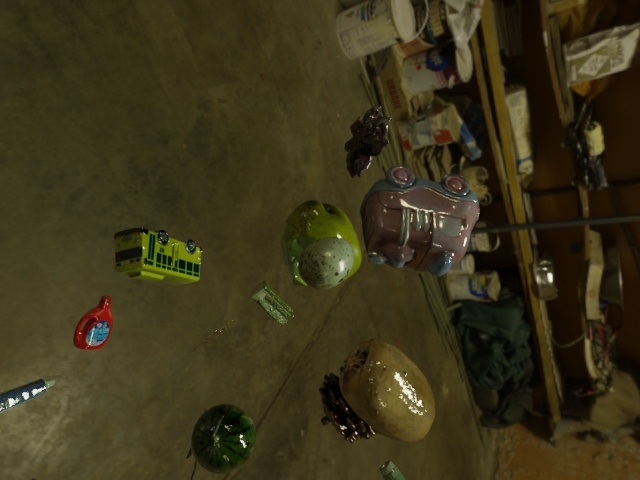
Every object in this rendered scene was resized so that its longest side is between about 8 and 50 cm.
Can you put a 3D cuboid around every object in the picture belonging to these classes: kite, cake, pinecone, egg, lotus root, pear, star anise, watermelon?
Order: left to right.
[{"bbox_3d":[-0.399,0.666,1.343,0.012,0.229,0.250,23,34,-22],"label":"kite"},{"bbox_3d":[-0.349,0.313,1.387,0.006,0.198,0.244,52,-3,5],"label":"kite"},{"bbox_3d":[-0.286,0.579,1.200,0.215,0.187,0.188,90,9,-71],"label":"watermelon"},{"bbox_3d":[-0.230,0.312,1.982,0.235,0.100,0.099,49,4,-4],"label":"cake"},{"bbox_3d":[0.000,0.000,1.406,0.176,0.285,0.282,-93,179,-64],"label":"pear"},{"bbox_3d":[0.012,0.036,0.708,0.110,0.085,0.085,-40,121,-27],"label":"egg"},{"bbox_3d":[0.121,0.511,1.292,0.243,0.256,0.244,177,-90,-82],"label":"pinecone"},{"bbox_3d":[0.126,-0.288,1.164,0.073,0.212,0.197,13,50,-23],"label":"star anise"},{"bbox_3d":[0.172,0.354,0.924,0.343,0.151,0.169,46,51,-28],"label":"lotus root"}]

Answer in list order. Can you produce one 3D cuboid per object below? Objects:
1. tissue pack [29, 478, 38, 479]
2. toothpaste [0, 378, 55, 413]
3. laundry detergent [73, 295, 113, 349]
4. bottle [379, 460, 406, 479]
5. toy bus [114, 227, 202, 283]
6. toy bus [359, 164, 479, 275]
[{"bbox_3d":[-0.622,0.633,0.836,0.137,0.269,0.210,31,61,-46],"label":"tissue pack"},{"bbox_3d":[-0.695,0.355,0.919,0.057,0.034,0.197,65,25,7],"label":"toothpaste"},{"bbox_3d":[-0.660,0.238,1.206,0.097,0.049,0.166,12,103,-45],"label":"laundry detergent"},{"bbox_3d":[0.135,0.416,0.692,0.083,0.030,0.030,51,33,13],"label":"bottle"},{"bbox_3d":[-0.506,0.056,1.289,0.262,0.127,0.150,30,53,-61],"label":"toy bus"},{"bbox_3d":[0.241,-0.028,1.015,0.197,0.293,0.232,104,-5,-56],"label":"toy bus"}]
